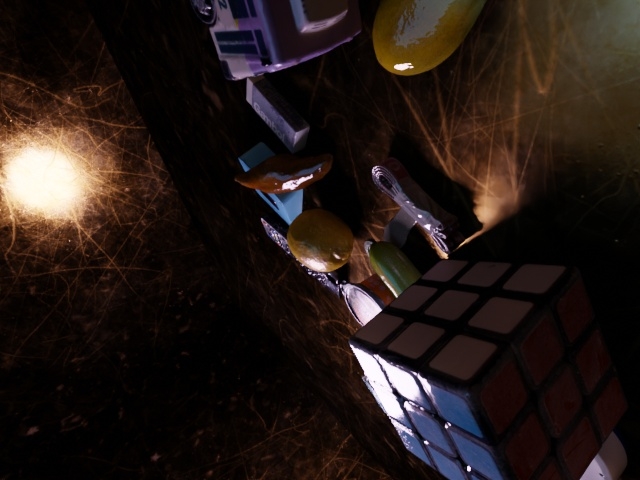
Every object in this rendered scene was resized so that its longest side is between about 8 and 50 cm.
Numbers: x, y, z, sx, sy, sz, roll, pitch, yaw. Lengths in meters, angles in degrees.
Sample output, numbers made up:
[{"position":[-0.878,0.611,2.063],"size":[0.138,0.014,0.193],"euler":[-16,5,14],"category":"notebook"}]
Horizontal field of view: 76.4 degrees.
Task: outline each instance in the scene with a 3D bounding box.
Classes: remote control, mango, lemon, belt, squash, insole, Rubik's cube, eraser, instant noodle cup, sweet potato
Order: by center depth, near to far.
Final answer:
[{"position":[0.145,-0.306,0.545],"size":[0.194,0.091,0.130],"euler":[-12,110,60],"category":"mango"},{"position":[0.289,0.236,0.732],"size":[0.301,0.303,0.305],"euler":[-1,119,62],"category":"Rubik's cube"},{"position":[0.194,-0.075,0.809],"size":[0.232,0.053,0.071],"euler":[49,155,15],"category":"belt"},{"position":[0.183,-0.028,0.942],"size":[0.063,0.010,0.192],"euler":[50,157,15],"category":"insole"},{"position":[0.184,0.079,0.970],"size":[0.188,0.095,0.095],"euler":[51,157,0],"category":"squash"},{"position":[-0.115,-0.332,1.058],"size":[0.212,0.046,0.092],"euler":[49,156,12],"category":"eraser"},{"position":[0.165,0.157,1.076],"size":[0.208,0.125,0.178],"euler":[52,156,8],"category":"instant noodle cup"},{"position":[-0.099,-0.185,1.118],"size":[0.358,0.112,0.112],"euler":[-1,125,32],"category":"sweet potato"},{"position":[0.000,0.000,1.138],"size":[0.207,0.170,0.170],"euler":[35,150,31],"category":"lemon"},{"position":[-0.060,0.039,1.418],"size":[0.398,0.062,0.145],"euler":[40,159,27],"category":"remote control"},{"position":[0.247,0.587,1.550],"size":[0.163,0.082,0.147],"euler":[60,167,-19],"category":"belt"}]

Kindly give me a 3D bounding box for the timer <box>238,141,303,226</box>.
[{"position":[-0.147,-0.170,1.337],"size":[0.232,0.091,0.250],"euler":[45,166,19],"category":"timer"}]

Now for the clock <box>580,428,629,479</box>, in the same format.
[{"position":[0.492,0.403,0.845],"size":[0.230,0.083,0.231],"euler":[45,156,26],"category":"clock"}]

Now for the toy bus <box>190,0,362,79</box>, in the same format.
[{"position":[-0.093,-0.487,0.614],"size":[0.249,0.209,0.440],"euler":[27,142,45],"category":"toy bus"}]

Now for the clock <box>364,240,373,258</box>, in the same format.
[{"position":[0.146,0.036,1.097],"size":[0.083,0.010,0.074],"euler":[61,156,-13],"category":"clock"}]
